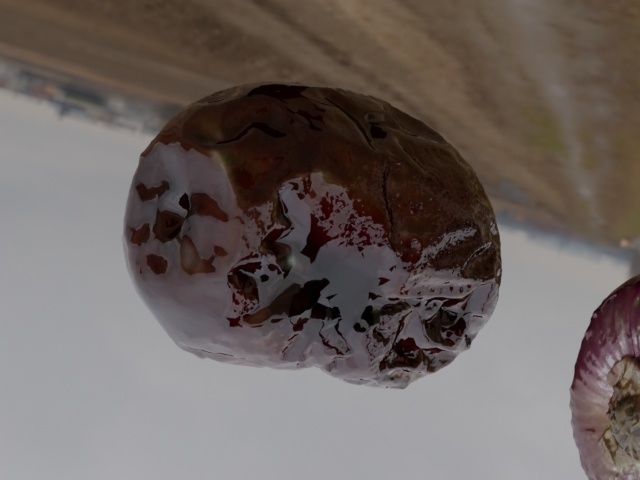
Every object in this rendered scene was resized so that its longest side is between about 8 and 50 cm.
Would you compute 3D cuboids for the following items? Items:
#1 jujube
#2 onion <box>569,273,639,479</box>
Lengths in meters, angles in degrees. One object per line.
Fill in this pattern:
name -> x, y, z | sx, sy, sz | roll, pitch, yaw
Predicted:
jujube -> 0.001, -0.001, 1.426 | 0.276, 0.276, 0.377 | 18, -174, 38
onion -> 0.306, 0.130, 1.213 | 0.163, 0.230, 0.230 | -4, -170, -22
